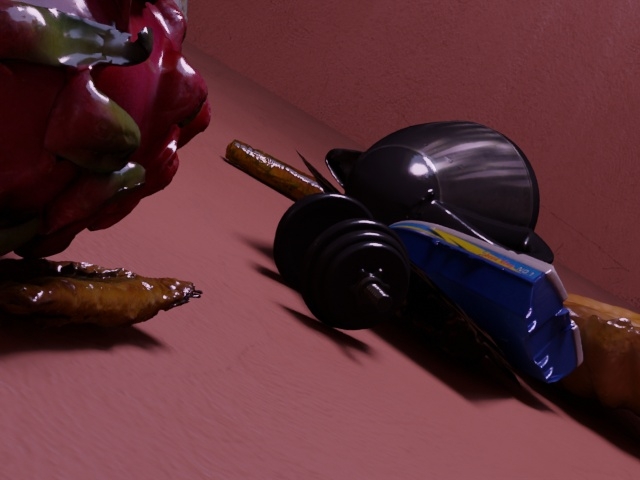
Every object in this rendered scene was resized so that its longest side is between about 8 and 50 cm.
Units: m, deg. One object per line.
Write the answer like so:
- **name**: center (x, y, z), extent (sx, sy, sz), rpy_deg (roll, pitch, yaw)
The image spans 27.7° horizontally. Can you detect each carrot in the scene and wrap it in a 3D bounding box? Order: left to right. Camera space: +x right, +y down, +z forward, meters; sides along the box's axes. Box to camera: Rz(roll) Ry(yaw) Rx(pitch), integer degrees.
- **carrot**: center (-0.045, -0.079, 1.661), extent (0.171, 0.042, 0.042), rpy_deg (28, 9, -5)

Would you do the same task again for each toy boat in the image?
- **toy boat**: center (0.148, 0.041, 1.349), extent (0.295, 0.088, 0.129), rpy_deg (26, -32, 51)

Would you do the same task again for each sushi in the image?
- **sushi**: center (0.074, 0.046, 1.247), extent (0.279, 0.043, 0.192), rpy_deg (44, -3, 23)

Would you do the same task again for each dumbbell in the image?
- **dumbbell**: center (0.017, 0.016, 1.117), extent (0.099, 0.099, 0.208), rpy_deg (27, 9, -25)

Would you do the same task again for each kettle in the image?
- **kettle**: center (0.134, -0.032, 1.561), extent (0.271, 0.207, 0.250), rpy_deg (3, 60, -61)

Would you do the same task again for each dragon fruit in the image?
- **dragon fruit**: center (-0.185, -0.068, 0.684), extent (0.218, 0.273, 0.198), rpy_deg (32, -37, 41)

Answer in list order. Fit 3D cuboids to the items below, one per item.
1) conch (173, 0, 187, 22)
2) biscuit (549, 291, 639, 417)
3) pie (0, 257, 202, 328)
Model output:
- **conch**: center (-0.261, -0.274, 1.546), extent (0.368, 0.197, 0.249), rpy_deg (22, 49, -65)
- **biscuit**: center (0.342, 0.128, 1.430), extent (0.326, 0.107, 0.326), rpy_deg (18, 5, -2)
- **pie**: center (-0.144, 0.028, 0.727), extent (0.088, 0.033, 0.191), rpy_deg (17, 5, 21)
